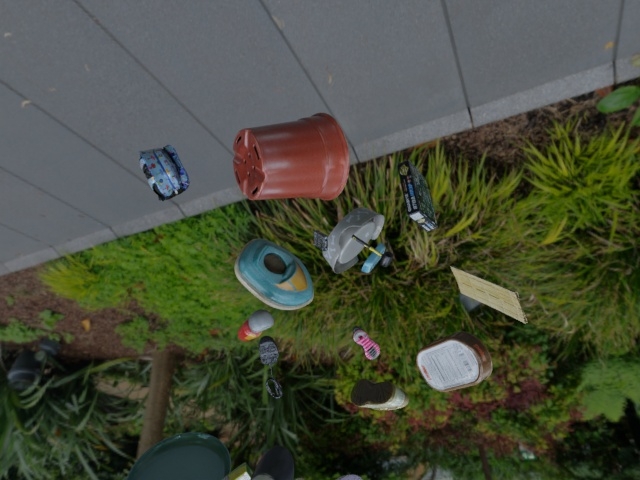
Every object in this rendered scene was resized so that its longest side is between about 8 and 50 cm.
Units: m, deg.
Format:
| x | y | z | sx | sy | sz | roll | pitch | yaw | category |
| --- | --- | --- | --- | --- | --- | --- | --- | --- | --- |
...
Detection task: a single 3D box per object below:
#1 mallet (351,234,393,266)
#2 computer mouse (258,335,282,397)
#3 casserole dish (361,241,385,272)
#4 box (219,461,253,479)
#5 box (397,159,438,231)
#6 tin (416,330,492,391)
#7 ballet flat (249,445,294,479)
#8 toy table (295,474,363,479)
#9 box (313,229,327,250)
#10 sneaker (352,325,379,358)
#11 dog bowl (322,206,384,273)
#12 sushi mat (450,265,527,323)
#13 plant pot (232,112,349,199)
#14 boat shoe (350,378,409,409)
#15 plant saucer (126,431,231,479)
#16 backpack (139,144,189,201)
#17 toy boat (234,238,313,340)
| x | y | z | sx | sy | sz | roll | pitch | yaw | category |
| --- | --- | --- | --- | --- | --- | --- | --- | --- | --- |
| 0.204 | 0.041 | 1.720 | 0.190 | 0.039 | 0.062 | 29 | 134 | 21 | mallet |
| -0.180 | 0.464 | 1.564 | 0.071 | 0.241 | 0.041 | -9 | -173 | -4 | computer mouse |
| 0.270 | 0.090 | 2.129 | 0.037 | 0.188 | 0.114 | 32 | 149 | 16 | casserole dish |
| -0.205 | 0.567 | 0.890 | 0.179 | 0.105 | 0.043 | -32 | -173 | -11 | box |
| 0.356 | -0.162 | 1.555 | 0.051 | 0.220 | 0.175 | -21 | 151 | 29 | box |
| 0.273 | 0.256 | 0.890 | 0.040 | 0.106 | 0.189 | -13 | 160 | -32 | tin |
| -0.098 | 0.419 | 0.643 | 0.074 | 0.203 | 0.074 | 23 | 174 | 2 | ballet flat |
| 0.024 | 0.889 | 1.378 | 0.161 | 0.252 | 0.274 | -29 | 162 | 32 | toy table |
| 0.000 | 0.000 | 1.746 | 0.018 | 0.083 | 0.067 | -14 | 115 | -30 | box |
| 0.128 | 0.290 | 1.219 | 0.047 | 0.057 | 0.119 | -35 | 113 | -4 | sneaker |
| 0.150 | -0.009 | 2.007 | 0.349 | 0.102 | 0.348 | -41 | 158 | -20 | dog bowl |
| 0.622 | 0.195 | 1.587 | 0.019 | 0.316 | 0.151 | -35 | 117 | -15 | sushi mat |
| -0.101 | -0.236 | 1.265 | 0.265 | 0.272 | 0.272 | -13 | 160 | -32 | plant pot |
| 0.097 | 0.264 | 0.716 | 0.045 | 0.050 | 0.135 | 29 | 157 | -15 | boat shoe |
| -0.439 | 0.742 | 1.327 | 0.318 | 0.317 | 0.043 | -1 | 112 | 0 | plant saucer |
| -0.476 | -0.213 | 1.289 | 0.117 | 0.158 | 0.173 | -27 | -177 | -13 | backpack |
| -0.141 | 0.146 | 1.240 | 0.268 | 0.318 | 0.148 | 33 | 139 | -14 | toy boat |
